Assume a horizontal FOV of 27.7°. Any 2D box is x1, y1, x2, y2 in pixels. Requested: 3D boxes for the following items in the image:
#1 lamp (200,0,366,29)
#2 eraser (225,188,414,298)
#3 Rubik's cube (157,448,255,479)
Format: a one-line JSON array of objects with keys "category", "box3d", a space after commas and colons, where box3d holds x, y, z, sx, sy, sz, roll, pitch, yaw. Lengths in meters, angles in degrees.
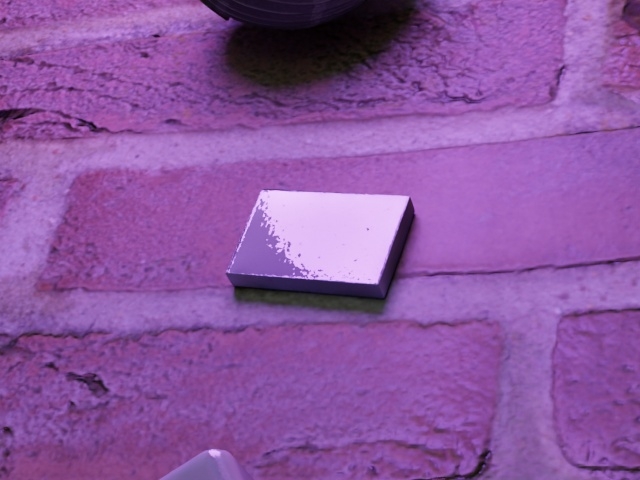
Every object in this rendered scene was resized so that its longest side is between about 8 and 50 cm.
[{"category": "lamp", "box3d": [-0.027, -0.328, 1.324, 0.233, 0.233, 0.265, 29, 73, 38]}, {"category": "eraser", "box3d": [0.000, 0.000, 1.157, 0.150, 0.023, 0.104, 4, 53, 24]}, {"category": "Rubik's cube", "box3d": [-0.065, 0.347, 0.676, 0.290, 0.292, 0.291, -34, 44, 1]}]
